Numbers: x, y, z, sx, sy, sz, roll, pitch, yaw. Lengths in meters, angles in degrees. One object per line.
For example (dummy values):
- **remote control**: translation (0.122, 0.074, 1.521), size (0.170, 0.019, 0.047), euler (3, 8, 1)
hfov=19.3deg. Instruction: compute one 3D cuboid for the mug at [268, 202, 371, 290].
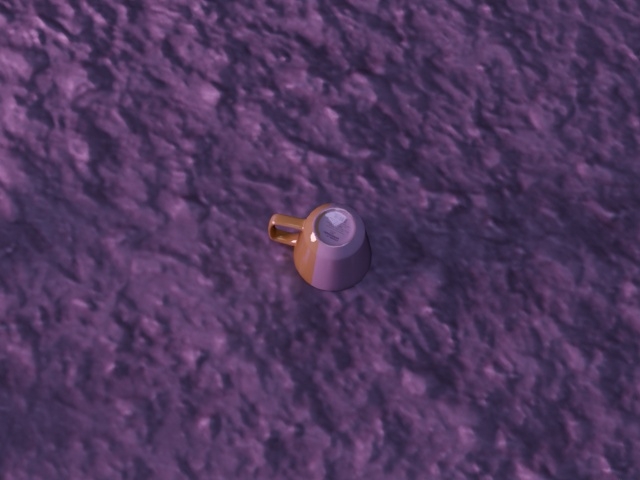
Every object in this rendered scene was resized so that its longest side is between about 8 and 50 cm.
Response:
- **mug**: translation (0.003, 0.003, 1.475), size (0.078, 0.064, 0.062), euler (-15, 71, -7)
